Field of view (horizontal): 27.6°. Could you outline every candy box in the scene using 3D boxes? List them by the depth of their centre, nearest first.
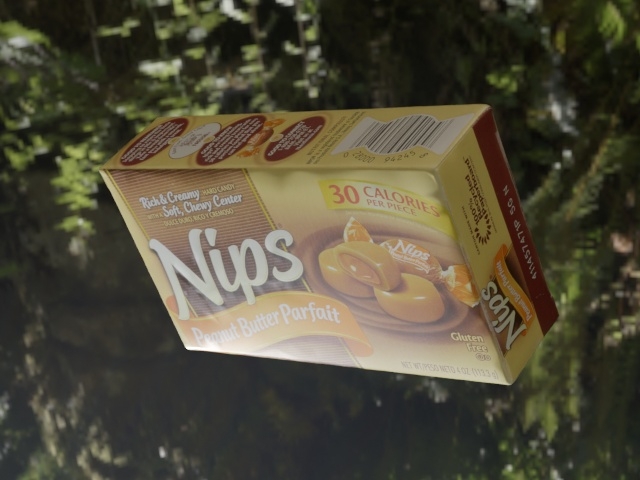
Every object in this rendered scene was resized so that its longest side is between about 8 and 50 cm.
[{"bbox_3d":[0.000,0.000,0.975,0.316,0.183,0.087,3,-144,39],"label":"candy box"}]
